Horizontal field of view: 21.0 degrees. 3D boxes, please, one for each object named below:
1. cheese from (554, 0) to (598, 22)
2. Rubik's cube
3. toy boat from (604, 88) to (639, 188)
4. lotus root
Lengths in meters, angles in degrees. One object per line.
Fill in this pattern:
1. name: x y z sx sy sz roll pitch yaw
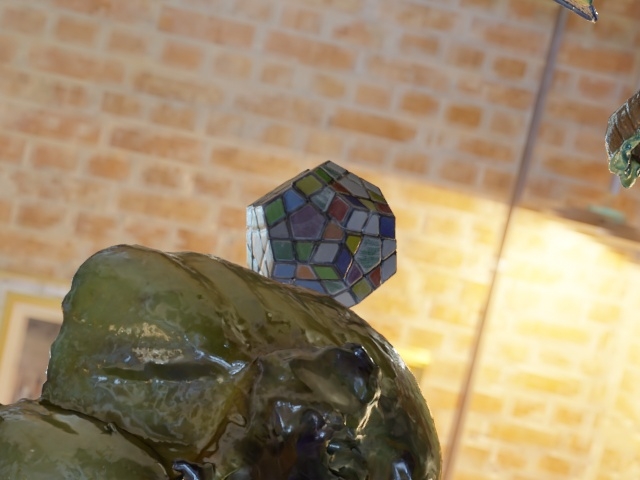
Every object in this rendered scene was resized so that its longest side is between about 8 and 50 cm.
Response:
1. cheese: 0.203 -0.287 1.649 0.204 0.083 0.320 34 180 23
2. Rubik's cube: 0.000 0.000 1.179 0.111 0.093 0.111 30 -158 -13
3. toy boat: 0.415 -0.159 1.836 0.108 0.099 0.293 -13 164 -47
4. lotus root: -0.026 0.094 0.619 0.203 0.183 0.078 11 168 -36
